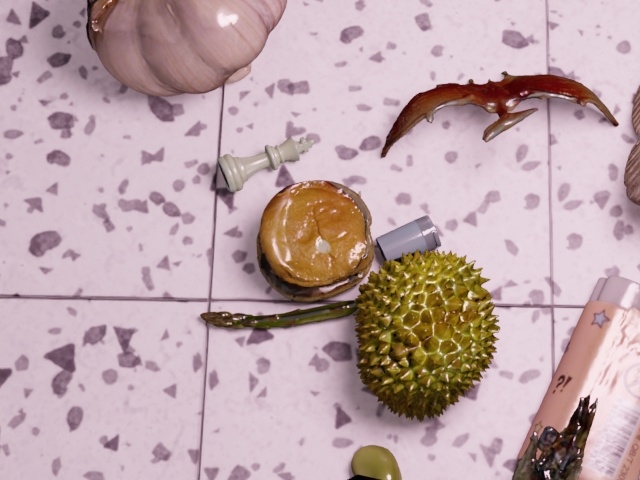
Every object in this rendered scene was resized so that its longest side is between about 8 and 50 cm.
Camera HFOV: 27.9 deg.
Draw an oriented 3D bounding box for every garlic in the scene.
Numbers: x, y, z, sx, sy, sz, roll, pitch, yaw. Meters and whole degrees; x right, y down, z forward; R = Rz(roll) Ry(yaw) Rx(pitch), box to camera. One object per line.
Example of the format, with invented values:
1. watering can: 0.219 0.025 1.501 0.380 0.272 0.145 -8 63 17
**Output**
1. garlic: -0.191 -0.359 1.913 0.322 0.241 0.322 -3 80 16

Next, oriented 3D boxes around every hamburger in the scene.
1. hamburger: 0.000 0.000 1.862 0.177 0.113 0.185 36 71 19

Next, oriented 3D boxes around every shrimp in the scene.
1. shrimp: 0.345 0.422 1.665 0.272 0.085 0.445 6 91 8

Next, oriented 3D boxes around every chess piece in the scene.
1. chess piece: -0.077 -0.121 1.931 0.149 0.059 0.059 -20 72 -9

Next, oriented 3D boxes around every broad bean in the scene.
1. broad bean: 0.080 0.321 1.787 0.063 0.045 0.083 -41 66 5

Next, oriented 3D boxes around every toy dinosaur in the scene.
1. toy dinosaur: 0.272 -0.182 1.896 0.327 0.113 0.206 -20 33 -23

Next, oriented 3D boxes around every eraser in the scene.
1. eraser: 0.409 0.207 1.776 0.171 0.087 0.290 25 77 9

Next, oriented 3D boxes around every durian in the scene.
1. durian: 0.146 0.120 1.778 0.200 0.176 0.236 18 62 -20

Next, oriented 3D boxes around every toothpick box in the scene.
1. toothpick box: 0.128 0.002 1.875 0.083 0.052 0.052 -24 73 -2

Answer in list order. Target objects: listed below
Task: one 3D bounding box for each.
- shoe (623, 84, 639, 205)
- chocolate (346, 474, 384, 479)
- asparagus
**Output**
1. shoe: 0.560 -0.161 1.841 0.198 0.172 0.351 26 60 -7
2. chocolate: 0.080 0.394 1.723 0.149 0.080 0.125 39 96 -6
3. asparagus: -0.058 0.110 1.868 0.236 0.027 0.034 -5 68 3
